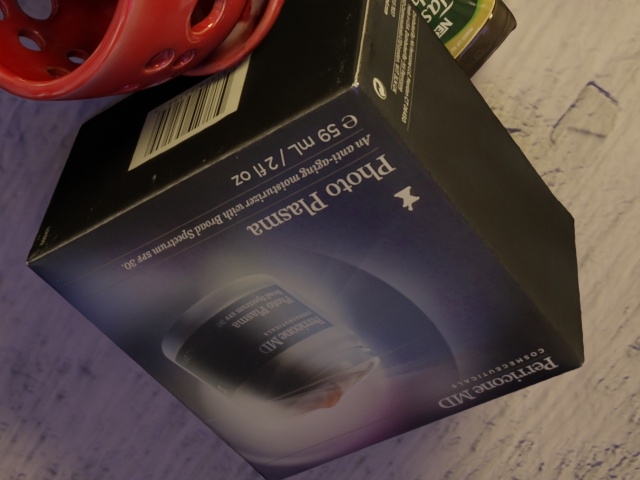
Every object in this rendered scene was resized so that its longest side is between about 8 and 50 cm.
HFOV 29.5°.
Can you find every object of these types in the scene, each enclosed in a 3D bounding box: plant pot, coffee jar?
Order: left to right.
[{"bbox_3d":[-0.131,-0.191,0.801,0.174,0.191,0.191,-15,135,-55],"label":"plant pot"},{"bbox_3d":[0.059,-0.191,0.927,0.184,0.079,0.096,32,110,-26],"label":"coffee jar"}]

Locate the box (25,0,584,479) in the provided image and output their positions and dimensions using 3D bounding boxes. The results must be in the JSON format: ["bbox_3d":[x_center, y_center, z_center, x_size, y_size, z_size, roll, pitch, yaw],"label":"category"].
[{"bbox_3d":[0.000,0.000,0.919,0.296,0.183,0.294,-26,124,27],"label":"box"}]
